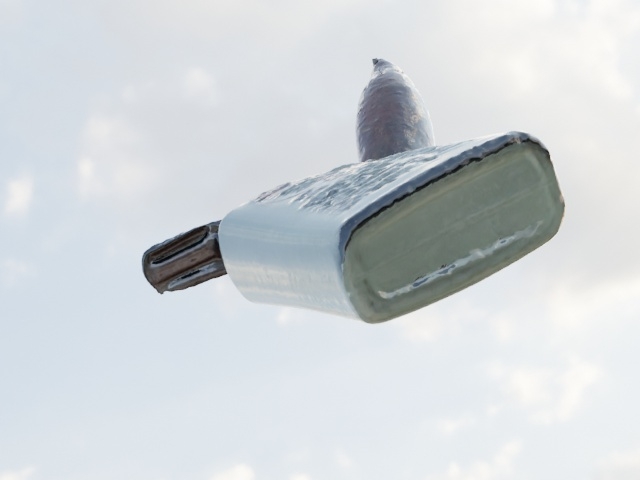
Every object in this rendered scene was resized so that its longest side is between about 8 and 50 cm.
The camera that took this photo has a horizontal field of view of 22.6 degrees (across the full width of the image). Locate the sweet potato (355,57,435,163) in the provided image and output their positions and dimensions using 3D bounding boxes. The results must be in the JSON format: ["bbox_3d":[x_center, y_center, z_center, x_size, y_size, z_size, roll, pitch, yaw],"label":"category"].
[{"bbox_3d":[0.052,-0.050,1.075,0.057,0.264,0.057,-2,-51,-3],"label":"sweet potato"}]

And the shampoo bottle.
[{"bbox_3d":[0.000,0.000,0.909,0.153,0.071,0.284,-27,9,-30],"label":"shampoo bottle"}]
